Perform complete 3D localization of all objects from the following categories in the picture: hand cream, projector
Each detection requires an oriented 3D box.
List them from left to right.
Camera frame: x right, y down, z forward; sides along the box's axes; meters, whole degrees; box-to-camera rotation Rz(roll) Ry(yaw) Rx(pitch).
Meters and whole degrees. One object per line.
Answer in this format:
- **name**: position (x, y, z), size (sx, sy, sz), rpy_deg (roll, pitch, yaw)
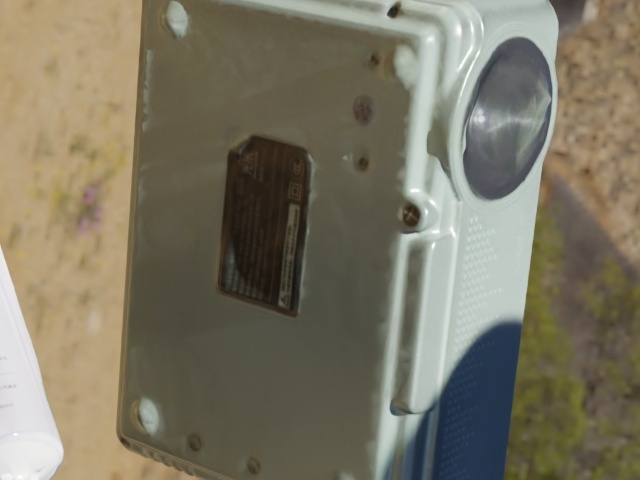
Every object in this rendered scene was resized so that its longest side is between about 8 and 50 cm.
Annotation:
- **hand cream**: position (-0.147, 0.065, 0.749), size (0.142, 0.084, 0.053), rpy_deg (56, -7, 35)
- **projector**: position (0.000, 0.000, 0.846), size (0.099, 0.192, 0.256), rpy_deg (-14, 114, -52)
